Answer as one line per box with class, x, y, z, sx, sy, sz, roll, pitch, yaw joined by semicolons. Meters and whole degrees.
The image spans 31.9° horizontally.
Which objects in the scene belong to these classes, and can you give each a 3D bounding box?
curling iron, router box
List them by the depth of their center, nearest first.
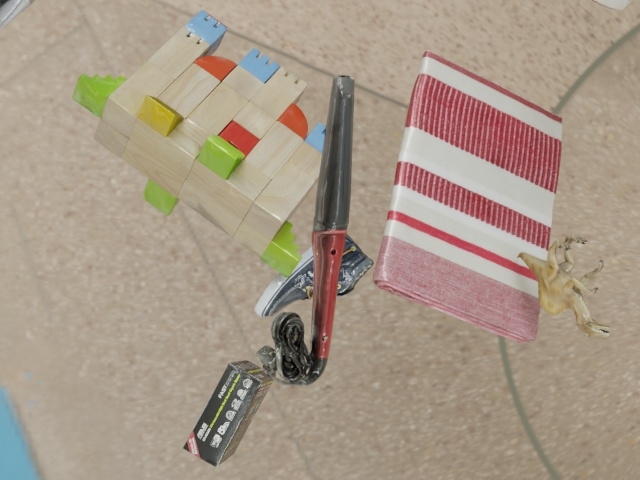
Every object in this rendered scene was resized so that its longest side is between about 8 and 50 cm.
curling iron;0.000;0.000;0.925;0.035;0.068;0.274;24;109;37
router box;-0.087;0.166;1.091;0.038;0.122;0.092;29;87;5

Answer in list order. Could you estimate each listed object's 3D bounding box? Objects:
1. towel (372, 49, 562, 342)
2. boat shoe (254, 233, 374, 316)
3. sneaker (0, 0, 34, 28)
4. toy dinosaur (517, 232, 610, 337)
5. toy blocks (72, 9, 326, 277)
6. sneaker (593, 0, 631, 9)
towel;0.195;-0.055;1.425;0.037;0.237;0.329;-27;45;57
boat shoe;-0.008;0.064;1.637;0.183;0.065;0.083;-43;77;-14
sneaker;-0.447;-0.297;1.327;0.366;0.210;0.137;-30;111;12
toy dinosaur;0.276;0.039;1.312;0.183;0.053;0.092;53;131;47
toy blocks;-0.123;-0.163;1.598;0.381;0.261;0.190;36;141;1
sneaker;0.355;-0.392;1.344;0.106;0.290;0.123;17;127;-13
